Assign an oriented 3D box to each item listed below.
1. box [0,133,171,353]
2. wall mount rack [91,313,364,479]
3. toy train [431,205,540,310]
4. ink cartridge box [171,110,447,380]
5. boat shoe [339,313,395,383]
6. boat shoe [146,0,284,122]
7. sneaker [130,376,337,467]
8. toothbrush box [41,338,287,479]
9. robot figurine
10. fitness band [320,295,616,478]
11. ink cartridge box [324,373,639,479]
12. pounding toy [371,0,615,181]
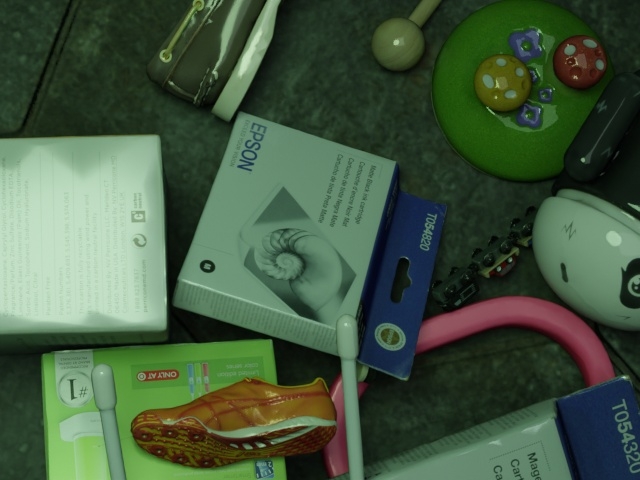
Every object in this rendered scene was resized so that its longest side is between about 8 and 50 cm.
[{"bbox_3d":[-0.306,0.012,1.374,0.345,0.215,0.168,-2,82,-5],"label":"box"},{"bbox_3d":[-0.048,0.238,1.253,0.350,0.130,0.304,-10,72,-14],"label":"wall mount rack"},{"bbox_3d":[0.168,0.017,1.486,0.158,0.027,0.036,-37,121,-24],"label":"toy train"},{"bbox_3d":[0.000,0.000,1.432,0.224,0.045,0.223,18,49,-3],"label":"ink cartridge box"},{"bbox_3d":[0.032,0.077,1.447,0.042,0.049,0.133,-1,45,-26],"label":"boat shoe"},{"bbox_3d":[-0.058,-0.276,1.484,0.096,0.116,0.324,25,87,-4],"label":"boat shoe"},{"bbox_3d":[-0.075,0.151,1.326,0.175,0.064,0.067,-1,49,-15],"label":"sneaker"},{"bbox_3d":[-0.134,0.241,1.372,0.206,0.122,0.283,-4,70,-9],"label":"toothbrush box"},{"bbox_3d":[0.318,-0.048,1.451,0.209,0.173,0.278,37,81,1],"label":"robot figurine"},{"bbox_3d":[0.142,0.169,1.470,0.291,0.054,0.209,-19,84,-8],"label":"fitness band"},{"bbox_3d":[0.179,0.324,1.407,0.330,0.071,0.324,-19,99,-5],"label":"ink cartridge box"},{"bbox_3d":[0.183,-0.172,1.489,0.237,0.110,0.183,43,81,1],"label":"pounding toy"}]
